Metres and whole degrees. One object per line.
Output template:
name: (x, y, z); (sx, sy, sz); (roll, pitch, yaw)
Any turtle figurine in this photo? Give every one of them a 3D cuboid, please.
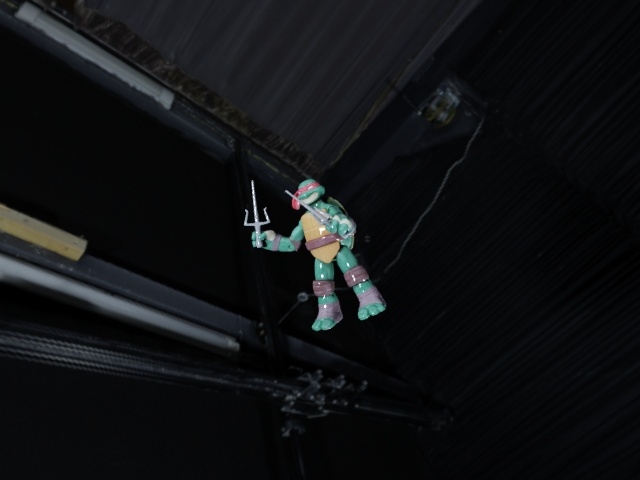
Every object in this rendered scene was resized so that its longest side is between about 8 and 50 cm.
turtle figurine: (0.000, 0.000, 0.669); (0.118, 0.175, 0.234); (-24, -89, -40)
